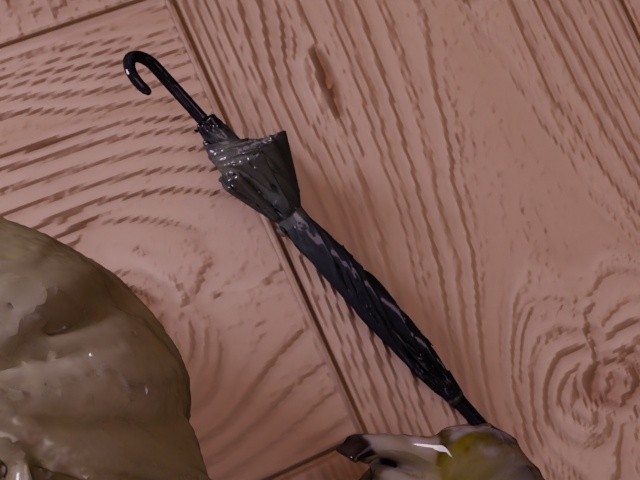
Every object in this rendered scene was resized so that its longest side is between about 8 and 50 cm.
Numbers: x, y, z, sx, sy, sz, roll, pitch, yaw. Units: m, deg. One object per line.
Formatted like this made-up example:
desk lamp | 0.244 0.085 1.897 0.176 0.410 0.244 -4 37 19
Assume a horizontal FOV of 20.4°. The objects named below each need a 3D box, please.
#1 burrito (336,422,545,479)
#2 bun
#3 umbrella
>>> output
burrito | 0.016 0.241 0.786 0.332 0.190 0.135 -49 131 -20
bun | -0.165 0.096 0.750 0.259 0.160 0.259 5 72 -17
umbrella | 0.001 -0.003 0.903 0.269 0.044 0.044 46 29 -11
